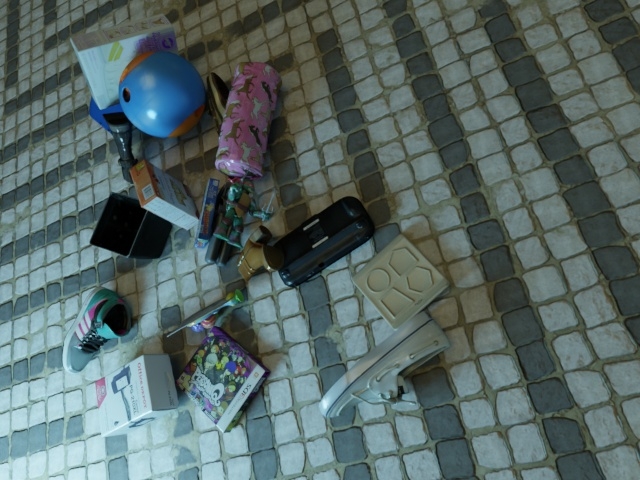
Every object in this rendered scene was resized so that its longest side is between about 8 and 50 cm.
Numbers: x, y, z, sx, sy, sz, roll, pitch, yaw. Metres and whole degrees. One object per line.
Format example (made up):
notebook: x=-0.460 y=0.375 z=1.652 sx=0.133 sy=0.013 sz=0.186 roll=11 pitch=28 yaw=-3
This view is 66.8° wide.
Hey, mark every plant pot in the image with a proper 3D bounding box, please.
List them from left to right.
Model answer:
plant pot: x=-0.614 y=-0.033 z=1.625 sx=0.187 sy=0.167 sz=0.188 roll=15 pitch=81 yaw=26

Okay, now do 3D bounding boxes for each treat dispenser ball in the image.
treat dispenser ball: x=-0.542 y=-0.500 z=1.674 sx=0.288 sy=0.288 sz=0.288 roll=-7 pitch=71 yaw=21

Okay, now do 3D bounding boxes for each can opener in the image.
can opener: x=-0.315 y=-0.057 z=1.573 sx=0.095 sy=0.076 sz=0.283 roll=-4 pitch=69 yaw=56

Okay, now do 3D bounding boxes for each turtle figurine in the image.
turtle figurine: x=-0.239 y=-0.102 z=1.497 sx=0.118 sy=0.175 sz=0.234 roll=14 pitch=78 yaw=49

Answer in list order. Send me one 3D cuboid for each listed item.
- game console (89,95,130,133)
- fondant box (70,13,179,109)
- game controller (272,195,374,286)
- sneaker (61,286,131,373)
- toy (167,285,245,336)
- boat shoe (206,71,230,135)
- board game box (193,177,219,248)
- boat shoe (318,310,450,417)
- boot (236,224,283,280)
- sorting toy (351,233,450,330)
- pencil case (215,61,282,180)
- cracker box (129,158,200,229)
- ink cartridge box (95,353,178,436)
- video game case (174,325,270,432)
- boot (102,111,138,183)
game console: x=-0.775 y=-0.566 z=1.943 sx=0.293 sy=0.173 sz=0.250 roll=37 pitch=59 yaw=27
fondant box: x=-0.673 y=-0.636 z=1.729 sx=0.330 sy=0.238 sz=0.096 roll=-27 pitch=61 yaw=-21
game controller: x=0.000 y=0.000 z=1.423 sx=0.319 sy=0.067 sz=0.166 roll=-33 pitch=50 yaw=10
sneaker: x=-0.721 y=0.309 z=1.592 sx=0.178 sy=0.124 sz=0.295 roll=10 pitch=76 yaw=35
toy: x=-0.330 y=0.227 z=1.461 sx=0.237 sy=0.137 sz=0.056 roll=-33 pitch=96 yaw=12
boat shoe: x=-0.365 y=-0.475 z=1.703 sx=0.095 sy=0.095 sz=0.257 roll=-30 pitch=65 yaw=18
board game box: x=-0.367 y=-0.085 z=1.562 sx=0.035 sy=0.136 sz=0.201 roll=12 pitch=74 yaw=-17
boat shoe: x=0.173 y=0.349 z=1.201 sx=0.367 sy=0.136 sz=0.156 roll=-39 pitch=66 yaw=-3
boot: x=-0.185 y=0.067 z=1.438 sx=0.152 sy=0.073 sz=0.197 roll=-53 pitch=34 yaw=22
sorting toy: x=0.213 y=0.111 z=1.306 sx=0.193 sy=0.038 sz=0.208 roll=-43 pitch=58 yaw=5
pencil case: x=-0.228 y=-0.387 z=1.574 sx=0.160 sy=0.167 sz=0.386 roll=7 pitch=75 yaw=3
cracker box: x=-0.497 y=-0.144 z=1.573 sx=0.067 sy=0.232 sz=0.155 roll=-32 pitch=64 yaw=9
ink cartridge box: x=-0.555 y=0.463 z=1.458 sx=0.237 sy=0.100 sz=0.172 roll=-31 pitch=64 yaw=23
video game case: x=-0.289 y=0.400 z=1.419 sx=0.232 sy=0.042 sz=0.210 roll=34 pitch=87 yaw=28
boot: x=-0.717 y=-0.337 z=1.761 sx=0.091 sy=0.229 sz=0.263 roll=-11 pitch=31 yaw=-18
